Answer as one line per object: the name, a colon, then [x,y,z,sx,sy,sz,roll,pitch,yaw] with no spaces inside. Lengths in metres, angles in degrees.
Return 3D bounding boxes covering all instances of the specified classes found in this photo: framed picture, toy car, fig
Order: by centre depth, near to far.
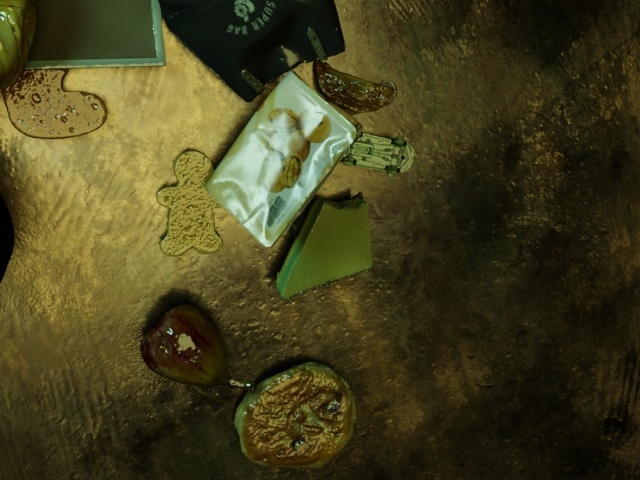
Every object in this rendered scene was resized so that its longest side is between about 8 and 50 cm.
framed picture: [-0.461,-0.448,1.183,0.294,0.018,0.230,-6,96,-16]
fig: [-0.263,0.265,1.376,0.274,0.145,0.170,36,93,-7]
toy car: [0.125,-0.205,1.421,0.186,0.058,0.093,10,102,-7]

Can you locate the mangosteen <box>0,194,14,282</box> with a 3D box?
mangosteen: [-0.745,-0.044,1.053,0.383,0.382,0.434,-10,91,-14]

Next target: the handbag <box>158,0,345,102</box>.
handbag: [-0.124,-0.443,1.208,0.343,0.152,0.288,-24,122,22]

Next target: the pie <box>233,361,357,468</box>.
pie: [-0.052,0.445,1.527,0.316,0.092,0.314,-4,104,-14]

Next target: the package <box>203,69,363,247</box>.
package: [-0.060,-0.162,1.291,0.221,0.165,0.311,43,104,18]

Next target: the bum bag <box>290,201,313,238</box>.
bum bag: [-0.066,-0.084,1.403,0.087,0.049,0.197,-41,114,-11]

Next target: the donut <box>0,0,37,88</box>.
donut: [-0.678,-0.408,1.046,0.361,0.170,0.359,-1,96,-8]

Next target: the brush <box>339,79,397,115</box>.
brush: [0.045,-0.281,1.376,0.313,0.067,0.071,-26,109,-11]

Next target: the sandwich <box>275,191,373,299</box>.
sandwich: [0.000,0.000,1.407,0.245,0.063,0.211,-19,120,-23]

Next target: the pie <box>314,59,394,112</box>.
pie: [0.062,-0.334,1.357,0.191,0.033,0.088,21,71,-3]

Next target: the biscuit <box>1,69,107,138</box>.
biscuit: [-0.531,-0.298,1.211,0.187,0.036,0.191,-11,105,-13]

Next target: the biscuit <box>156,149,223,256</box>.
biscuit: [-0.283,-0.080,1.345,0.158,0.035,0.240,1,104,-19]
